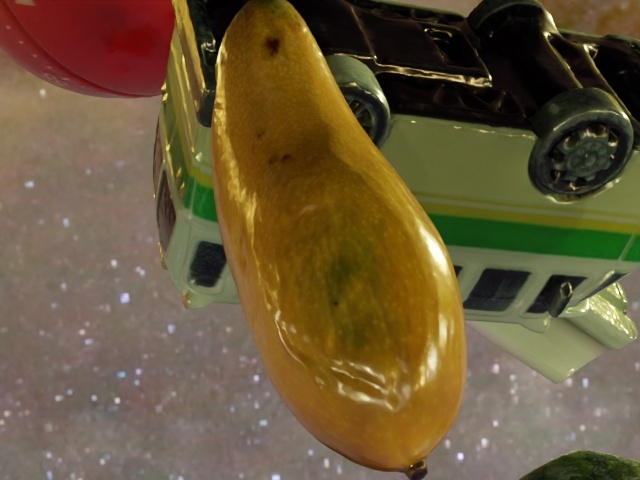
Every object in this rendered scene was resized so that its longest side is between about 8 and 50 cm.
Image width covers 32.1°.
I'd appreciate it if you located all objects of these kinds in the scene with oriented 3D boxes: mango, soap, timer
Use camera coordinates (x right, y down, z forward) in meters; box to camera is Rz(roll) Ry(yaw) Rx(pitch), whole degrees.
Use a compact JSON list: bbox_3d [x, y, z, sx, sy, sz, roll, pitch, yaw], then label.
[{"bbox_3d":[0.000,0.000,0.413,0.075,0.098,0.190,-12,-117,-23],"label":"mango"},{"bbox_3d":[0.175,-0.005,1.182,0.115,0.347,0.208,-40,-146,26],"label":"soap"},{"bbox_3d":[-0.204,-0.337,1.159,0.279,0.378,0.378,-2,-162,42],"label":"timer"}]

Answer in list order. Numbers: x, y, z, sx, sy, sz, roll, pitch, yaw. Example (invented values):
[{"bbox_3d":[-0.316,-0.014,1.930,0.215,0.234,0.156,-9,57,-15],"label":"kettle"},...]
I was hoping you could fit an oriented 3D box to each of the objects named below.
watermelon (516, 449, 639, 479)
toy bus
[{"bbox_3d":[0.285,0.427,1.377,0.290,0.213,0.319,-10,-120,16],"label":"watermelon"},{"bbox_3d":[0.051,-0.041,0.588,0.276,0.164,0.133,6,-142,-19],"label":"toy bus"}]
